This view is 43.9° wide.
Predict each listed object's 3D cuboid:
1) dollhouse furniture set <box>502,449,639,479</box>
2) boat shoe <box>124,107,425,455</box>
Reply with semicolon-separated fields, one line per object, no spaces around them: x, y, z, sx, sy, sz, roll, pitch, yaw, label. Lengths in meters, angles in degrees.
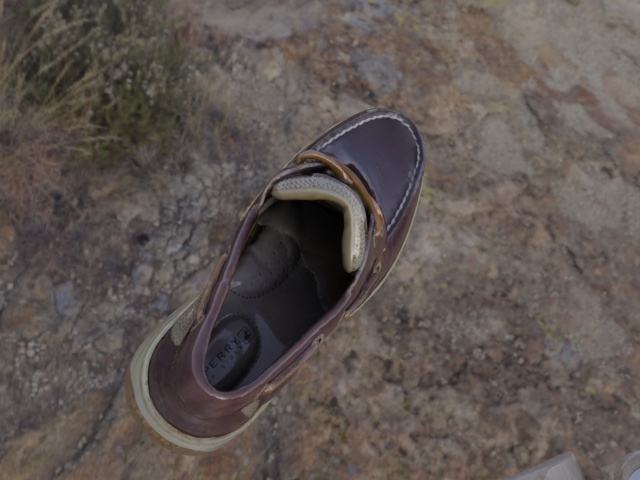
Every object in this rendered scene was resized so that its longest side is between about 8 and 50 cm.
0.191;0.183;0.409;0.144;0.123;0.151;-24;7;1;dollhouse furniture set
0.000;0.000;0.571;0.123;0.123;0.342;43;53;-1;boat shoe
